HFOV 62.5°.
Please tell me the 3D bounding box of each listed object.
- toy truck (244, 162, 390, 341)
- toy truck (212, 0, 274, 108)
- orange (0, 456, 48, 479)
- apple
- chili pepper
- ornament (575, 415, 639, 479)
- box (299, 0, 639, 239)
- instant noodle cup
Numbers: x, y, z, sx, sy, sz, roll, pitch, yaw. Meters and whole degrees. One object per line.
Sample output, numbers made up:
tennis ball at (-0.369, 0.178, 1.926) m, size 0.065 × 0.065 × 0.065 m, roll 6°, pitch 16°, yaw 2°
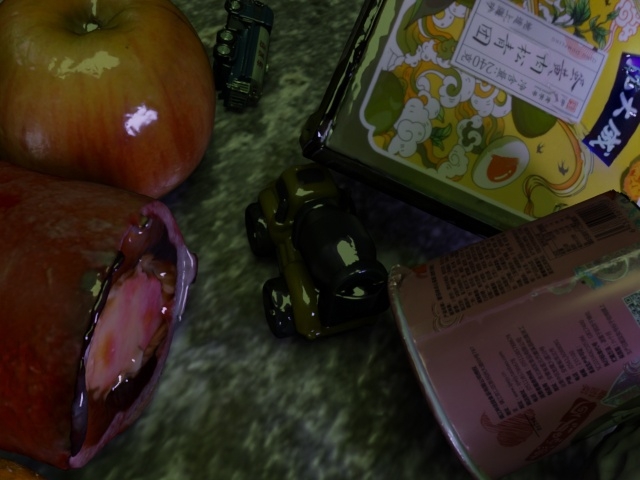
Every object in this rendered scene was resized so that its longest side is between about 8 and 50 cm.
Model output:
toy truck at (0.000, 0.000, 0.623) m, size 0.147 × 0.165 × 0.224 m, roll -11°, pitch 61°, yaw -18°
toy truck at (-0.121, -0.297, 0.830) m, size 0.088 × 0.074 × 0.202 m, roll 10°, pitch 59°, yaw -10°
orange at (-0.301, 0.263, 0.413) m, size 0.193 × 0.161 × 0.193 m, roll 5°, pitch 63°, yaw -11°
apple at (-0.259, -0.176, 0.638) m, size 0.286 × 0.233 × 0.286 m, roll 5°, pitch 58°, yaw -8°
chili pepper at (-0.300, 0.046, 0.502) m, size 0.305 × 0.229 × 0.251 m, roll 18°, pitch 95°, yaw 0°
ornament at (0.367, 0.289, 0.431) m, size 0.337 × 0.337 × 0.337 m, roll 5°, pitch 59°, yaw -8°
box at (0.235, -0.195, 0.643) m, size 0.420 × 0.138 × 0.373 m, roll 23°, pitch 89°, yaw -13°
instant noodle cup at (0.221, 0.085, 0.523) m, size 0.231 × 0.243 × 0.243 m, roll -28°, pitch 63°, yaw 16°
